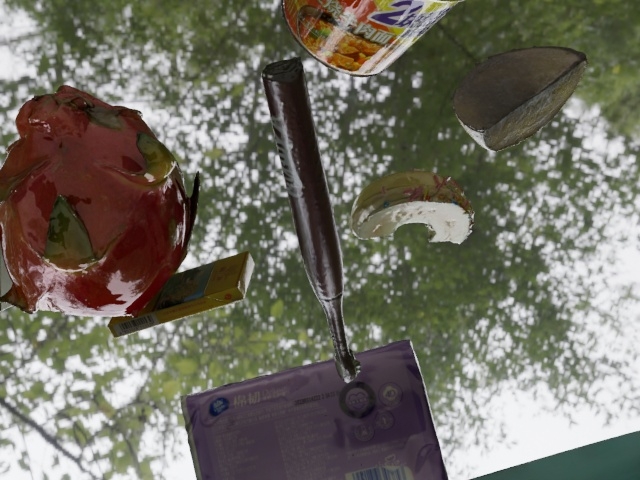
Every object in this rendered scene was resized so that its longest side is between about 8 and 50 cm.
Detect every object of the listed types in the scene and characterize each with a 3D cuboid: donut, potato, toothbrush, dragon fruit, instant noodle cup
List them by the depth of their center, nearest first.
[{"bbox_3d":[-0.001,0.000,0.859,0.041,0.363,0.041,-8,-145,6],"label":"toothbrush"},{"bbox_3d":[-0.234,-0.037,0.944,0.224,0.227,0.224,12,-171,-2],"label":"dragon fruit"},{"bbox_3d":[0.061,-0.310,1.092,0.213,0.174,0.213,15,-125,-23],"label":"instant noodle cup"},{"bbox_3d":[0.125,-0.048,1.187,0.166,0.108,0.065,5,-125,-14],"label":"donut"},{"bbox_3d":[0.288,-0.214,1.433,0.261,0.100,0.120,-34,-128,-26],"label":"potato"}]

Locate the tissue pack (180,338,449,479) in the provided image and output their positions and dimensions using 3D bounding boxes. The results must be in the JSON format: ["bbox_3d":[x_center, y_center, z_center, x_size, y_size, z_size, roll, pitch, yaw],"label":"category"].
[{"bbox_3d":[-0.006,0.293,1.290,0.339,0.160,0.242,-14,-98,3],"label":"tissue pack"}]

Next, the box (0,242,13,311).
[{"bbox_3d":[-0.358,0.009,1.121,0.035,0.139,0.245,28,-147,24],"label":"box"}]

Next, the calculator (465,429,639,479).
[{"bbox_3d":[0.144,0.203,0.659,0.387,0.256,0.054,-13,-119,-22],"label":"calculator"}]

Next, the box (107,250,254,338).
[{"bbox_3d":[-0.152,0.059,1.013,0.155,0.023,0.087,-17,-160,12],"label":"box"}]
